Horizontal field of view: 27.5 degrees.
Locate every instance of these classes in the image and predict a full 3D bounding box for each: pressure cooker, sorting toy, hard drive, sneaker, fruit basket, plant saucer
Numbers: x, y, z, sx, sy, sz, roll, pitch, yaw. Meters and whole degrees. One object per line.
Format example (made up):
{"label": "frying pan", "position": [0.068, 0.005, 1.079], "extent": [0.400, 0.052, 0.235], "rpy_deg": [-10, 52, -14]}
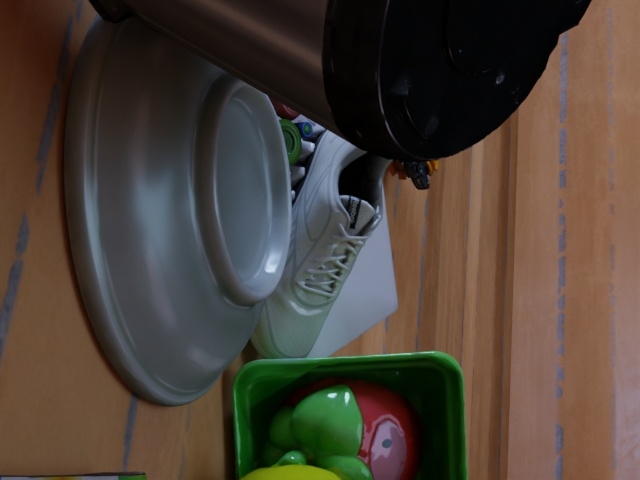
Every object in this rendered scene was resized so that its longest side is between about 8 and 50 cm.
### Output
{"label": "pressure cooker", "position": [-0.009, -0.298, 1.047], "extent": [0.375, 0.420, 0.370], "rpy_deg": [-59, 152, 4]}
{"label": "sorting toy", "position": [-0.044, -0.126, 1.420], "extent": [0.061, 0.042, 0.101], "rpy_deg": [26, 69, -44]}
{"label": "hard drive", "position": [0.001, -0.048, 1.564], "extent": [0.233, 0.047, 0.352], "rpy_deg": [-28, 114, -52]}
{"label": "sneaker", "position": [0.000, 0.000, 1.428], "extent": [0.110, 0.118, 0.292], "rpy_deg": [17, 88, -40]}
{"label": "fruit basket", "position": [0.016, 0.301, 1.341], "extent": [0.392, 0.283, 0.391], "rpy_deg": [177, -90, -90]}
{"label": "plant saucer", "position": [-0.106, -0.045, 1.233], "extent": [0.400, 0.101, 0.400], "rpy_deg": [-4, 90, -72]}

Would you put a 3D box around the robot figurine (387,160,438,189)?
{"label": "robot figurine", "position": [0.126, -0.220, 2.027], "extent": [0.211, 0.085, 0.291], "rpy_deg": [-75, 155, -44]}

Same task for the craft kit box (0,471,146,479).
{"label": "craft kit box", "position": [-0.201, 0.292, 0.945], "extent": [0.247, 0.061, 0.249], "rpy_deg": [26, 62, -67]}
